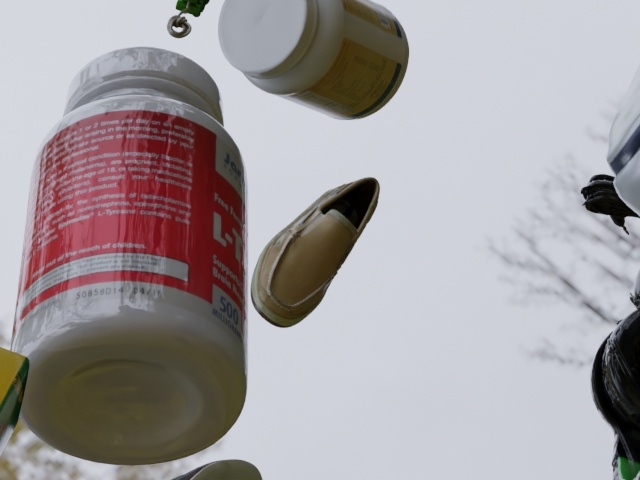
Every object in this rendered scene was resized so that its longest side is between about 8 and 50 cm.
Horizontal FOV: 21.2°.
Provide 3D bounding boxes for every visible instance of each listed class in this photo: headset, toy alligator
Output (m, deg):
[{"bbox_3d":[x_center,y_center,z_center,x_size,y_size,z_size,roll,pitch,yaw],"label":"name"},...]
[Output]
[{"bbox_3d":[0.317,0.074,1.619,0.394,0.185,0.243,-69,-3,-51],"label":"headset"},{"bbox_3d":[-0.120,-0.246,1.675,0.051,0.056,0.190,106,180,-49],"label":"toy alligator"}]

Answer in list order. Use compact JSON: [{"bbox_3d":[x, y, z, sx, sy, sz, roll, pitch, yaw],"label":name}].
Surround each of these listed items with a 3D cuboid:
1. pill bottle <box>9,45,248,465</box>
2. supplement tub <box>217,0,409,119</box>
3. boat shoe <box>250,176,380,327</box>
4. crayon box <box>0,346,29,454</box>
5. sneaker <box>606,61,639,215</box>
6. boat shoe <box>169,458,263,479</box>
[{"bbox_3d":[-0.186,0.003,1.732,0.229,0.408,0.229,-1,-42,-1],"label":"pill bottle"},{"bbox_3d":[-0.007,-0.224,1.935,0.199,0.144,0.144,16,-69,-53],"label":"supplement tub"},{"bbox_3d":[0.000,0.000,1.502,0.072,0.068,0.190,-41,12,41],"label":"boat shoe"},{"bbox_3d":[-0.369,0.115,1.226,0.165,0.278,0.081,-70,1,-51],"label":"crayon box"},{"bbox_3d":[0.119,-0.107,0.446,0.258,0.091,0.094,-56,-1,-35],"label":"sneaker"},{"bbox_3d":[-0.098,0.194,1.244,0.043,0.049,0.137,-20,-1,43],"label":"boat shoe"}]
